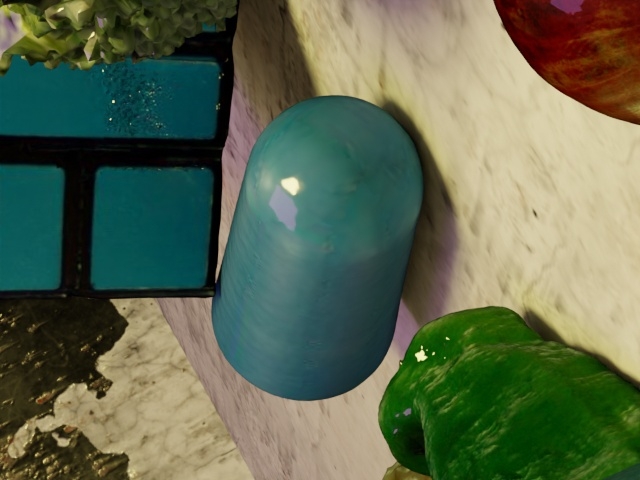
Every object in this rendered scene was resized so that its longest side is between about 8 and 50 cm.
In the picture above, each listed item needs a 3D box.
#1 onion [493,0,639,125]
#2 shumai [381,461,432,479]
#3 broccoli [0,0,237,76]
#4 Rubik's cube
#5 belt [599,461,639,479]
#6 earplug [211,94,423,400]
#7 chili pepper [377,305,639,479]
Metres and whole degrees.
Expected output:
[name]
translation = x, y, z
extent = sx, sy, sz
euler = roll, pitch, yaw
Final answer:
[onion]
translation = 0.099, -0.085, 0.442
extent = 0.118, 0.118, 0.117
euler = -164, 53, -74
[shumai]
translation = 0.071, 0.266, 1.059
extent = 0.225, 0.222, 0.261
euler = 50, 167, 40
[broccoli]
translation = -0.129, -0.270, 0.745
extent = 0.353, 0.275, 0.397
euler = -40, 81, 33
[Rubik's cube]
translation = -0.228, -0.126, 1.114
extent = 0.293, 0.288, 0.284
euler = -143, 55, -68
[belt]
translation = 0.186, 0.202, 0.523
extent = 0.300, 0.173, 0.436
euler = 61, 168, 22
[earplug]
translation = 0.000, 0.000, 1.016
extent = 0.132, 0.132, 0.273
euler = 59, 164, 17
[chili pepper]
translation = 0.102, 0.111, 0.822
extent = 0.099, 0.136, 0.270
euler = 23, -170, -20
